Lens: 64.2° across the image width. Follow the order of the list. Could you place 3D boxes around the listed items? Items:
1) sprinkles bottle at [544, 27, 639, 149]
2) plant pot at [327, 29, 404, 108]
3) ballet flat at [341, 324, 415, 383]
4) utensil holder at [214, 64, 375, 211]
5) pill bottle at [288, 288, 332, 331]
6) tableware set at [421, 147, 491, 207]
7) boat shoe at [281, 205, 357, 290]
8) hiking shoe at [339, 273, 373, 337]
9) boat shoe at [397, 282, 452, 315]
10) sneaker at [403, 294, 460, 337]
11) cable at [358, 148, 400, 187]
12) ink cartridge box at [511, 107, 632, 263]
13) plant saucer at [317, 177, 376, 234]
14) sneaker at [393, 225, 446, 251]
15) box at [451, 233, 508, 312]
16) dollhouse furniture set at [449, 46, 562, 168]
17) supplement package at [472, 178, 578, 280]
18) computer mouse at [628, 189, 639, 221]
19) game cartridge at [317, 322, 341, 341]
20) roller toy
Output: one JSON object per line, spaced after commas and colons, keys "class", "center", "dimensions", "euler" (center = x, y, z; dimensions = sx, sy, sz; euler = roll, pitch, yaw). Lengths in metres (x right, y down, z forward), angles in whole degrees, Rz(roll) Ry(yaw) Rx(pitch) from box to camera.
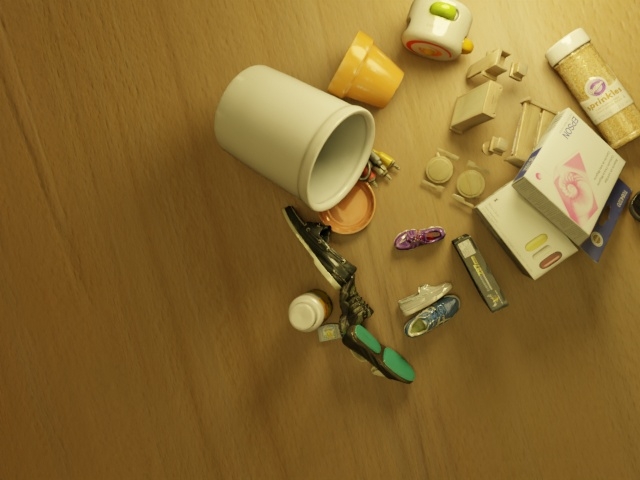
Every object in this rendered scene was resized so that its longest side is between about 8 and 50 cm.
{"class": "sprinkles bottle", "center": [0.809, -0.442, 1.493], "dimensions": [0.121, 0.121, 0.355], "euler": [-34, 86, 11]}
{"class": "plant pot", "center": [0.150, -0.517, 1.605], "dimensions": [0.188, 0.205, 0.205], "euler": [29, 98, -7]}
{"class": "ballet flat", "center": [0.182, 0.379, 1.670], "dimensions": [0.280, 0.095, 0.096], "euler": [42, 126, -9]}
{"class": "utensil holder", "center": [-0.084, -0.318, 1.553], "dimensions": [0.385, 0.327, 0.328], "euler": [32, 98, 23]}
{"class": "pill bottle", "center": [-0.034, 0.228, 1.651], "dimensions": [0.117, 0.215, 0.117], "euler": [1, 93, 12]}
{"class": "tableware set", "center": [0.431, -0.204, 1.627], "dimensions": [0.194, 0.039, 0.128], "euler": [29, 110, 15]}
{"class": "boat shoe", "center": [-0.001, -0.001, 1.667], "dimensions": [0.113, 0.127, 0.340], "euler": [-37, 64, 4]}
{"class": "hiking shoe", "center": [0.120, 0.213, 1.695], "dimensions": [0.114, 0.086, 0.227], "euler": [1, 102, 4]}
{"class": "boat shoe", "center": [0.336, 0.177, 1.653], "dimensions": [0.184, 0.066, 0.063], "euler": [-33, 86, 21]}
{"class": "sneaker", "center": [0.361, 0.251, 1.636], "dimensions": [0.211, 0.081, 0.080], "euler": [-39, 83, 9]}
{"class": "cable", "center": [0.123, -0.298, 1.681], "dimensions": [0.139, 0.072, 0.287], "euler": [-38, 76, -3]}
{"class": "ink cartridge box", "center": [0.736, -0.161, 1.433], "dimensions": [0.330, 0.071, 0.324], "euler": [40, 63, -2]}
{"class": "plant saucer", "center": [0.087, -0.120, 1.703], "dimensions": [0.200, 0.037, 0.200], "euler": [1, 93, 11]}
{"class": "sneaker", "center": [0.317, -0.010, 1.641], "dimensions": [0.170, 0.071, 0.068], "euler": [-17, 89, 13]}
{"class": "box", "center": [0.480, 0.094, 1.552], "dimensions": [0.059, 0.183, 0.233], "euler": [-28, 87, 12]}
{"class": "dollhouse furniture set", "center": [0.607, -0.370, 1.582], "dimensions": [0.355, 0.174, 0.303], "euler": [18, 83, -18]}
{"class": "supplement package", "center": [0.594, -0.036, 1.512], "dimensions": [0.145, 0.204, 0.262], "euler": [-38, 84, 11]}
{"class": "computer mouse", "center": [1.036, -0.126, 1.492], "dimensions": [0.184, 0.060, 0.262], "euler": [41, 88, 12]}
{"class": "game cartridge", "center": [0.030, 0.313, 1.743], "dimensions": [0.083, 0.017, 0.056], "euler": [-13, 86, 12]}
{"class": "roller toy", "center": [0.351, -0.634, 1.549], "dimensions": [0.191, 0.209, 0.146], "euler": [24, 98, 46]}
